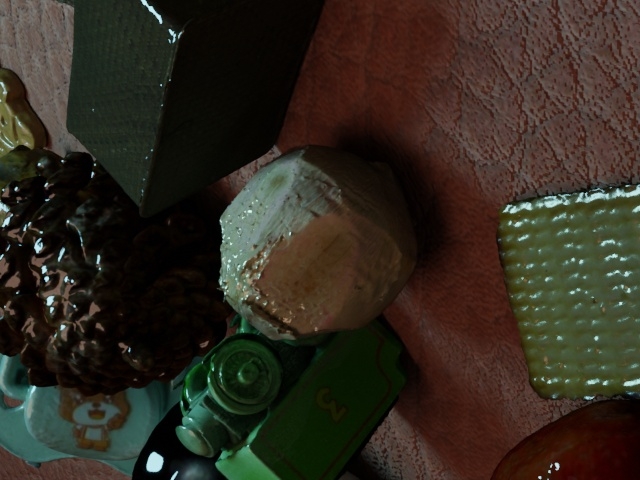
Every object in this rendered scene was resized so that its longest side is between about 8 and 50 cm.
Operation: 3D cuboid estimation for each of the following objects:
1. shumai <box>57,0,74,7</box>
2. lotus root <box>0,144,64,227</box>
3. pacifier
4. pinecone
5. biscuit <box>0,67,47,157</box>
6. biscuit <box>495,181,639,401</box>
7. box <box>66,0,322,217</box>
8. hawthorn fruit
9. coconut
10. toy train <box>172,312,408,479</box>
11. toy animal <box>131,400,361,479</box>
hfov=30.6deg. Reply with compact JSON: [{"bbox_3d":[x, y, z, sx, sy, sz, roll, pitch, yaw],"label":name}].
[{"bbox_3d":[-0.263,-0.314,1.256,0.146,0.146,0.116,13,90,49],"label":"shumai"},{"bbox_3d":[-0.374,-0.002,1.572,0.180,0.199,0.188,32,146,43],"label":"lotus root"},{"bbox_3d":[-0.299,0.172,1.617,0.269,0.344,0.288,-104,28,-68],"label":"pacifier"},{"bbox_3d":[-0.261,0.035,1.385,0.242,0.298,0.295,79,166,-80],"label":"pinecone"},{"bbox_3d":[-0.496,-0.218,1.710,0.288,0.044,0.202,52,147,14],"label":"biscuit"},{"bbox_3d":[0.241,0.041,0.902,0.255,0.029,0.172,-7,97,55],"label":"biscuit"},{"bbox_3d":[-0.125,-0.175,1.101,0.143,0.184,0.273,46,146,17],"label":"box"},{"bbox_3d":[0.248,0.212,0.947,0.189,0.189,0.251,51,126,12],"label":"hawthorn fruit"},{"bbox_3d":[0.001,0.000,1.090,0.194,0.194,0.194,34,140,34],"label":"coconut"},{"bbox_3d":[-0.028,0.151,1.204,0.188,0.243,0.132,43,147,-4],"label":"toy train"},{"bbox_3d":[-0.059,0.329,1.396,0.310,0.251,0.250,24,135,29],"label":"toy animal"}]
